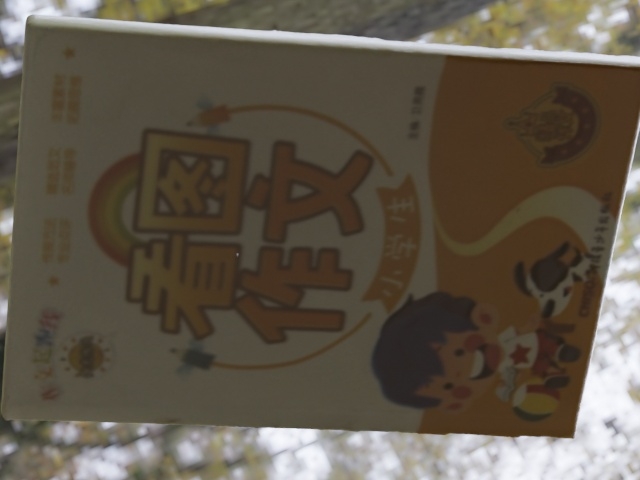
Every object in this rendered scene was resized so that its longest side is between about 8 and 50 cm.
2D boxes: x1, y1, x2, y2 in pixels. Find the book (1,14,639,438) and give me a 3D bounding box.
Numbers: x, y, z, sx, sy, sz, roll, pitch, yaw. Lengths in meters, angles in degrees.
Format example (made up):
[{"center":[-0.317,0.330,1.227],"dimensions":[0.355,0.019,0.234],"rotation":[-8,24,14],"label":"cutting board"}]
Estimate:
[{"center":[0.000,0.000,0.908],"dimensions":[0.020,0.295,0.208],"rotation":[-109,-157,-62],"label":"book"}]
